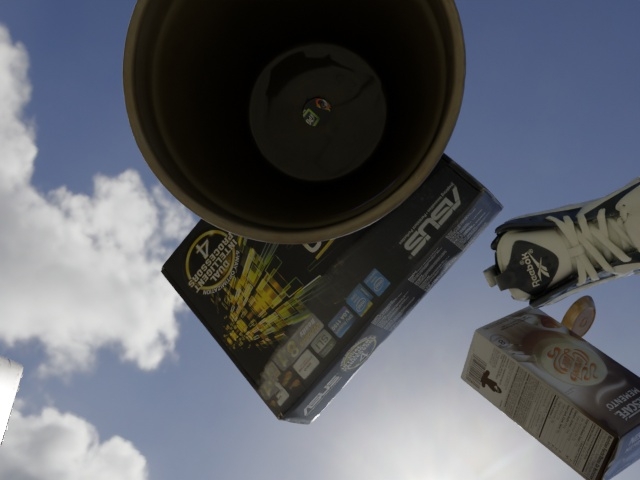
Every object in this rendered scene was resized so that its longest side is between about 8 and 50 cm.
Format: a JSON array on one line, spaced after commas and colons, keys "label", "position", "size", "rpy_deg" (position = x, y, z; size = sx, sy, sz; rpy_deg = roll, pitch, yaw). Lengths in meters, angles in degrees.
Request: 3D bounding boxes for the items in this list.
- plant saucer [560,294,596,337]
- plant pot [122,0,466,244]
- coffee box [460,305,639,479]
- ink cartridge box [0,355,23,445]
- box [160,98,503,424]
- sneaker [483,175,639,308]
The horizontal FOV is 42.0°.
[{"label": "plant saucer", "position": [0.404, 0.126, 1.297], "size": [0.015, 0.083, 0.083], "rpy_deg": [35, -31, 42]}, {"label": "plant pot", "position": [-0.015, -0.156, 0.899], "size": [0.323, 0.280, 0.323], "rpy_deg": [0, -91, 5]}, {"label": "coffee box", "position": [0.339, 0.208, 1.166], "size": [0.246, 0.141, 0.098], "rpy_deg": [37, -49, 37]}, {"label": "ink cartridge box", "position": [-0.361, 0.163, 0.853], "size": [0.056, 0.099, 0.135], "rpy_deg": [12, -16, -2]}, {"label": "box", "position": [0.000, 0.000, 1.142], "size": [0.395, 0.318, 0.097], "rpy_deg": [-49, -31, 7]}, {"label": "sneaker", "position": [0.237, 0.008, 0.750], "size": [0.235, 0.153, 0.094], "rpy_deg": [-6, -73, 64]}]
